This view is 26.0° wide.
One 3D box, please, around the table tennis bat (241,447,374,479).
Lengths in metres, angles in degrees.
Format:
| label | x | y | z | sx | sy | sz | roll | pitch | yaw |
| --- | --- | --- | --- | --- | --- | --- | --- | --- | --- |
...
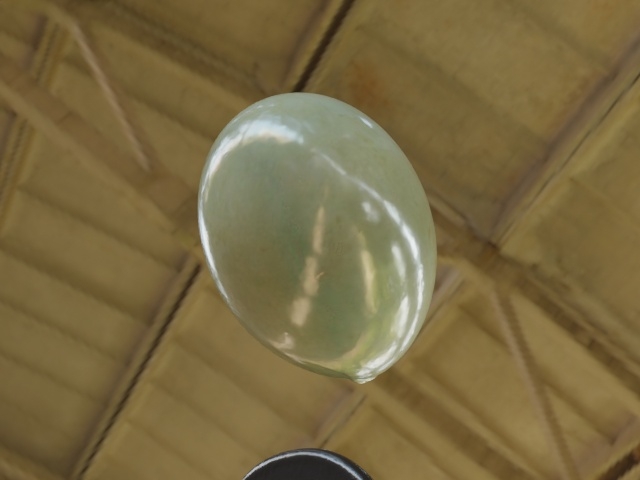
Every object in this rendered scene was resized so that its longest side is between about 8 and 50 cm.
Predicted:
| label | x | y | z | sx | sy | sz | roll | pitch | yaw |
| --- | --- | --- | --- | --- | --- | --- | --- | --- | --- |
| table tennis bat | -0.041 | 0.215 | 0.895 | 0.236 | 0.027 | 0.150 | -16 | -108 | 38 |

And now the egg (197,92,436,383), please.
| label | x | y | z | sx | sy | sz | roll | pitch | yaw |
| --- | --- | --- | --- | --- | --- | --- | --- | --- | --- |
| egg | 0.000 | 0.000 | 0.689 | 0.114 | 0.114 | 0.152 | -6 | -68 | 42 |
